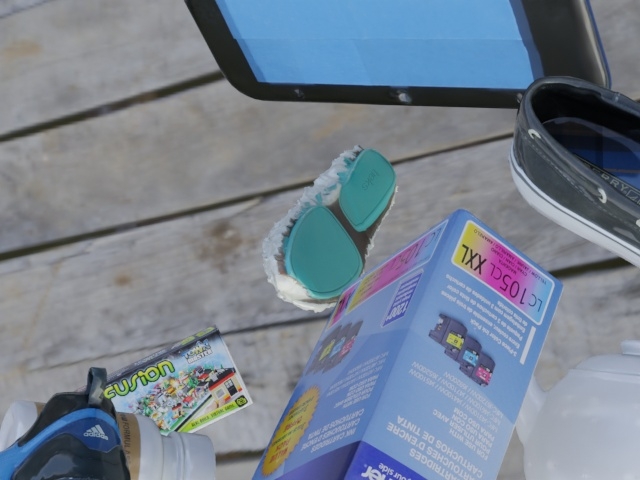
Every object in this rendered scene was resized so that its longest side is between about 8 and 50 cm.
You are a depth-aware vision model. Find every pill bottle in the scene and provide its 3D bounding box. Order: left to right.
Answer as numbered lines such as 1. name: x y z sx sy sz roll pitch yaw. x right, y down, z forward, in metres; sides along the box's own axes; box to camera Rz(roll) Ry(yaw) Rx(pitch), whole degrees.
1. pill bottle: -0.241 0.256 1.508 0.131 0.229 0.131 -170 90 -68

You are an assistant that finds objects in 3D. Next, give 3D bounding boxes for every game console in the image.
1. game console: -0.014 -0.139 0.773 0.293 0.250 0.173 5 108 34

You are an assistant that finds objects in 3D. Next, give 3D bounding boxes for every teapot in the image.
1. teapot: 0.361 0.208 1.543 0.252 0.256 0.187 0 80 52

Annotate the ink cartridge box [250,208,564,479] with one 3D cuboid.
1. ink cartridge box: 0.063 0.197 1.343 0.151 0.396 0.270 33 146 -12

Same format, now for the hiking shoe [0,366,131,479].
1. hiking shoe: -0.215 0.222 0.961 0.304 0.113 0.132 -42 37 35

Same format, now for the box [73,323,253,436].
1. box: -0.205 0.205 1.759 0.207 0.036 0.114 -26 101 -7

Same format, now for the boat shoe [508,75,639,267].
1. boat shoe: 0.118 -0.008 0.407 0.142 0.040 0.049 27 67 25

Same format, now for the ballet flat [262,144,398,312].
1. ballet flat: 0.000 0.000 1.909 0.147 0.409 0.147 9 118 18
